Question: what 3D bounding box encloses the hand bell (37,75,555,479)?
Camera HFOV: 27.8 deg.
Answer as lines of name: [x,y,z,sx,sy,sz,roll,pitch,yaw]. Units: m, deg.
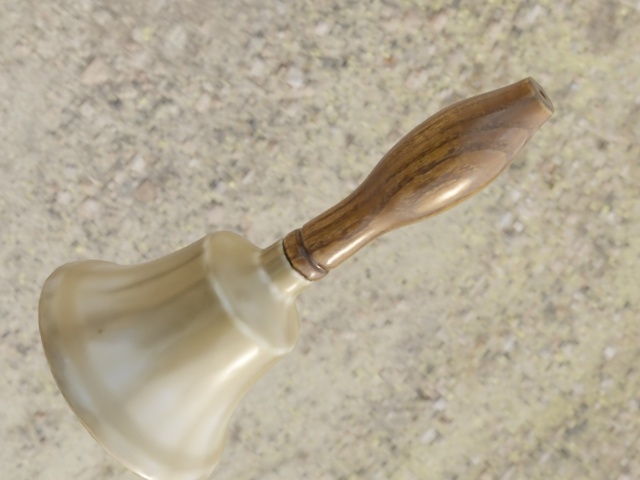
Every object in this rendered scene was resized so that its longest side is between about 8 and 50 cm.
hand bell: [0.000,0.000,0.590,0.242,0.126,0.126,-35,139,21]
